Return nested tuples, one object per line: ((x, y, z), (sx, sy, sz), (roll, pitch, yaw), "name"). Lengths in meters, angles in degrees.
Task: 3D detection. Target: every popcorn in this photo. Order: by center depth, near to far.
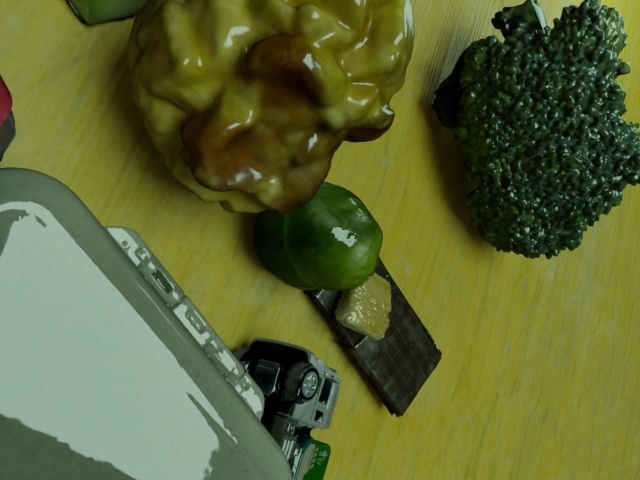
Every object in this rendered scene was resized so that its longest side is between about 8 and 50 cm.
((-0.038, -0.184, 0.585), (0.225, 0.265, 0.332), (43, 44, -28), "popcorn")

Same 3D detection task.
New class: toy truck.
((-0.060, 0.240, 0.655), (0.124, 0.114, 0.253), (41, 62, -50), "toy truck")

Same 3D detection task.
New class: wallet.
((0.077, 0.114, 0.822), (0.124, 0.042, 0.230), (-47, 117, -30), "wallet")

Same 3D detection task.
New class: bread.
((0.054, 0.075, 0.761), (0.070, 0.035, 0.083), (27, 65, -31), "bread")

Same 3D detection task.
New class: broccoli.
((0.331, -0.172, 0.922), (0.338, 0.277, 0.317), (44, 41, -43), "broccoli")

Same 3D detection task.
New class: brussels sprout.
((0.002, -0.004, 0.691), (0.155, 0.155, 0.117), (13, 80, -42), "brussels sprout")

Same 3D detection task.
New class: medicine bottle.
((-0.204, 0.147, 0.471), (0.282, 0.123, 0.375), (-42, 108, -25), "medicine bottle")

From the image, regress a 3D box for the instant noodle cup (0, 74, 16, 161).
((-0.304, -0.097, 0.357), (0.302, 0.258, 0.181), (-51, 135, -32), "instant noodle cup")

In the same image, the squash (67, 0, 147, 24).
((-0.170, -0.316, 0.574), (0.192, 0.085, 0.184), (-37, 114, -38), "squash")
